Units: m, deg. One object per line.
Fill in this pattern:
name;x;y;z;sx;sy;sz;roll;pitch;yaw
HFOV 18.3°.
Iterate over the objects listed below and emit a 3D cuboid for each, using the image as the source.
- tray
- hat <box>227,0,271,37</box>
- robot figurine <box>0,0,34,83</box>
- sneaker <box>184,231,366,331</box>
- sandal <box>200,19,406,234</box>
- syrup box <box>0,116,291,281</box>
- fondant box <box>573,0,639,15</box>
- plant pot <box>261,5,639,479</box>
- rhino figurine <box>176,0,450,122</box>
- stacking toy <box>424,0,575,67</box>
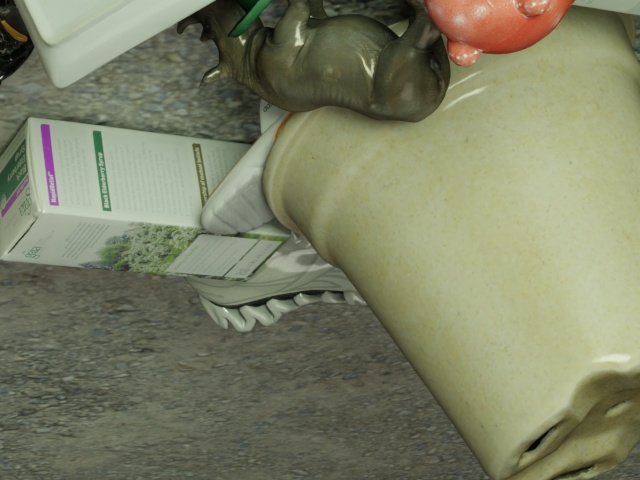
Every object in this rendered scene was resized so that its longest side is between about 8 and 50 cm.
tray;-0.112;-0.212;1.266;0.270;0.145;0.030;-26;179;32
hat;-0.072;-0.251;1.310;0.183;0.208;0.173;42;168;-5
robot figurine;-0.334;-0.110;1.479;0.211;0.085;0.291;5;152;-29
sneaker;0.000;0.000;1.814;0.292;0.110;0.118;-19;145;20
sandal;-0.019;-0.107;1.587;0.265;0.076;0.102;-42;152;28
syrup box;-0.153;-0.033;1.691;0.237;0.096;0.093;6;149;-29
fondant box;0.231;-0.278;1.292;0.238;0.096;0.330;5;151;-27
plant pot;0.168;0.016;1.552;0.334;0.305;0.334;-23;155;-11
rhino figurine;-0.009;-0.143;1.442;0.243;0.106;0.073;9;-155;32
stacking toy;0.212;-0.212;1.162;0.279;0.130;0.309;5;152;-23
